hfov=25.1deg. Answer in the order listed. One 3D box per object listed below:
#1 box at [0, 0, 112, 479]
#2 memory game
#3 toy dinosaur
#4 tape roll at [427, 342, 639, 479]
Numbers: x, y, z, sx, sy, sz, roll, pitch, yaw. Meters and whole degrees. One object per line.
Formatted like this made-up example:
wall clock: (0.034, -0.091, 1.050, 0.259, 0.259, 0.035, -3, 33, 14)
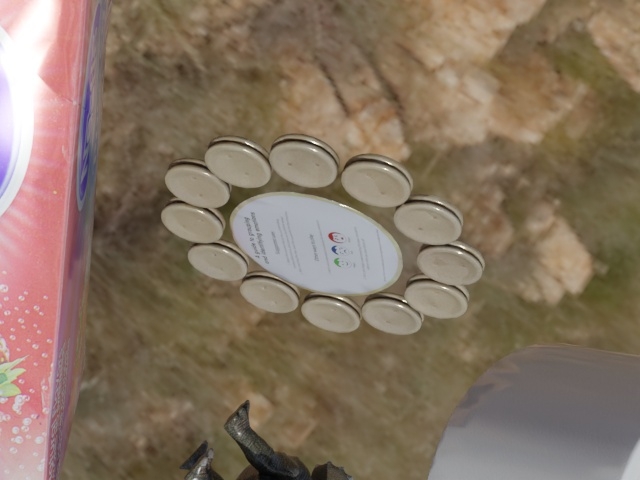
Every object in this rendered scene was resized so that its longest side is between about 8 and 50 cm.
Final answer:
box: (-0.148, -0.067, 0.489, 0.154, 0.142, 0.299, 7, 113, -7)
memory game: (0.000, 0.000, 0.792, 0.186, 0.186, 0.012, 68, 33, -52)
toy dinosaur: (-0.049, 0.236, 1.147, 0.121, 0.160, 0.313, -47, -175, 23)
tape roll: (0.215, 0.200, 1.012, 0.246, 0.169, 0.246, -2, 94, -38)
